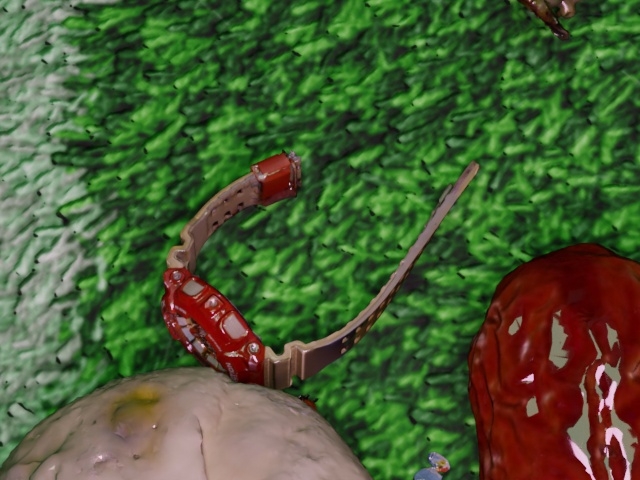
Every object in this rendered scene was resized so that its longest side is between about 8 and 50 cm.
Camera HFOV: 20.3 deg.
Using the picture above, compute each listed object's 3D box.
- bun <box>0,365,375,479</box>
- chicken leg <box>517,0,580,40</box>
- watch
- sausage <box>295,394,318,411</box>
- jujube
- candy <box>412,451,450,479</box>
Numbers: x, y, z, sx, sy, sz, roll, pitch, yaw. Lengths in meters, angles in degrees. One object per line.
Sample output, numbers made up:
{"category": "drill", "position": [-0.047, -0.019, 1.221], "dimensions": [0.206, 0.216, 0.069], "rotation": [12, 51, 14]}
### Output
{"category": "bun", "position": [-0.102, 0.262, 1.217], "dimensions": [0.365, 0.219, 0.365], "rotation": [-2, 74, 7]}
{"category": "chicken leg", "position": [0.112, -0.359, 1.532], "dimensions": [0.153, 0.201, 0.429], "rotation": [-39, 78, 19]}
{"category": "watch", "position": [-0.009, 0.002, 1.443], "dimensions": [0.165, 0.102, 0.268], "rotation": [34, 67, 14]}
{"category": "sausage", "position": [-0.009, 0.252, 1.355], "dimensions": [0.083, 0.083, 0.264], "rotation": [-13, 72, -3]}
{"category": "jujube", "position": [0.198, 0.128, 1.344], "dimensions": [0.174, 0.174, 0.250], "rotation": [-9, 74, -1]}
{"category": "candy", "position": [0.078, 0.206, 1.398], "dimensions": [0.030, 0.020, 0.083], "rotation": [29, 72, 11]}
